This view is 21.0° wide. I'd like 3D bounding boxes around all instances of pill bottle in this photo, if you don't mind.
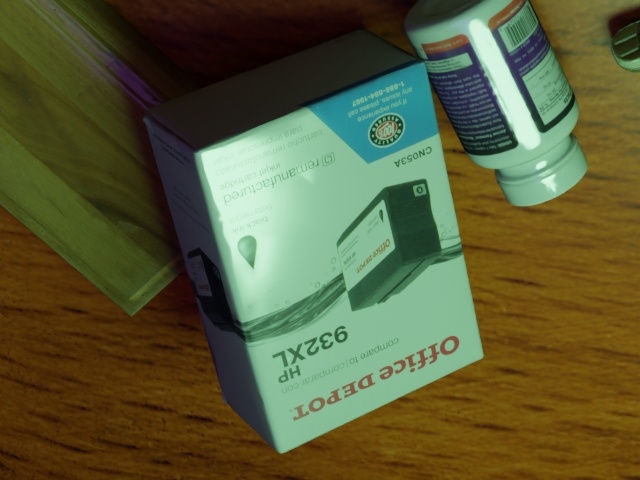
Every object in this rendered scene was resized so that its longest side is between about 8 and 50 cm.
[{"bbox_3d":[0.159,-0.131,1.500,0.108,0.108,0.193,-20,114,20],"label":"pill bottle"}]

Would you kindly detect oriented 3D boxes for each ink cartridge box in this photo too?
[{"bbox_3d":[0.000,0.000,1.536,0.223,0.129,0.307,-23,119,-18],"label":"ink cartridge box"}]

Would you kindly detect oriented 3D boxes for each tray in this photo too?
[{"bbox_3d":[-0.258,-0.132,1.593,0.411,0.076,0.203,41,118,-15],"label":"tray"}]

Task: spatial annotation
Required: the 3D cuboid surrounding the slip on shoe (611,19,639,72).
[{"bbox_3d":[0.318,-0.180,1.486,0.135,0.051,0.041,-25,153,13],"label":"slip on shoe"}]
